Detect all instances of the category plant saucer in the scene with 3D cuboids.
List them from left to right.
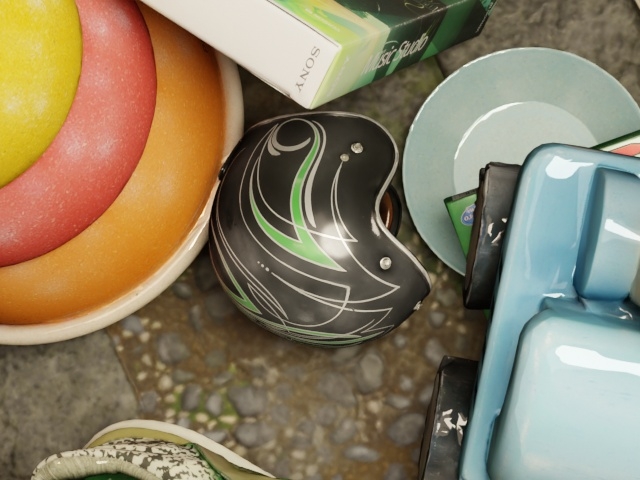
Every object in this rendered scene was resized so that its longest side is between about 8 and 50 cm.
[{"bbox_3d":[0.162,-0.053,1.312,0.194,0.037,0.195,-2,79,10],"label":"plant saucer"}]

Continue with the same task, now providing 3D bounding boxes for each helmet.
[{"bbox_3d":[0.000,0.000,1.267,0.169,0.169,0.162,-1,69,9],"label":"helmet"}]

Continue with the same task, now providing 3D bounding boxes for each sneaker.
[{"bbox_3d":[-0.035,0.230,1.196,0.410,0.182,0.158,11,84,20],"label":"sneaker"}]

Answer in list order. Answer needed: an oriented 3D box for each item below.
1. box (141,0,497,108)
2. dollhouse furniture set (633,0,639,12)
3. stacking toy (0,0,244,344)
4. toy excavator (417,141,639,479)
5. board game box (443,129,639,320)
[{"bbox_3d":[-0.022,-0.205,1.236,0.232,0.322,0.058,33,118,13],"label":"box"},{"bbox_3d":[0.353,-0.222,1.231,0.303,0.198,0.286,-25,76,4],"label":"dollhouse furniture set"},{"bbox_3d":[-0.264,-0.128,1.167,0.350,0.480,0.351,-2,78,9],"label":"stacking toy"},{"bbox_3d":[0.206,0.033,1.001,0.222,0.445,0.433,11,99,0],"label":"toy excavator"},{"bbox_3d":[0.276,0.017,1.244,0.317,0.046,0.214,-20,95,5],"label":"board game box"}]
